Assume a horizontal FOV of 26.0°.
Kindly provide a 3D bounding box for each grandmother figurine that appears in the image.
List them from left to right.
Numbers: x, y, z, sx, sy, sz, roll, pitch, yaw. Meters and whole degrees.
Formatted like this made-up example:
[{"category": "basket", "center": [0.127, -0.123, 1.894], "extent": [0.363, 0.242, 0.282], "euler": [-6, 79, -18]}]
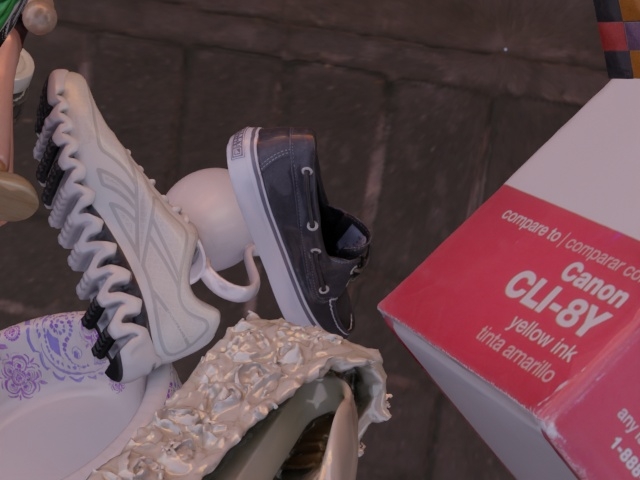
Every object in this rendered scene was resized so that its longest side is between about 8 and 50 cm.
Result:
[{"category": "grandmother figurine", "center": [-0.292, -0.159, 1.180], "extent": [0.207, 0.104, 0.342], "euler": [-17, 54, 23]}]

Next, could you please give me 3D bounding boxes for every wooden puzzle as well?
[{"category": "wooden puzzle", "center": [0.107, -0.075, 0.431], "extent": [0.049, 0.006, 0.083], "euler": [7, 120, 45]}]

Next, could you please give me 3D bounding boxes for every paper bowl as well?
[{"category": "paper bowl", "center": [-0.254, 0.208, 1.301], "extent": [0.284, 0.284, 0.148], "euler": [-11, 123, 9]}]

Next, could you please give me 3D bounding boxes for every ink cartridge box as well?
[{"category": "ink cartridge box", "center": [0.268, 0.013, 0.686], "extent": [0.384, 0.160, 0.279], "euler": [-44, 117, -8]}]

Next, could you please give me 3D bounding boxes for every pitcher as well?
[{"category": "pitcher", "center": [-0.127, -0.001, 1.687], "extent": [0.177, 0.207, 0.125], "euler": [35, 115, 8]}]

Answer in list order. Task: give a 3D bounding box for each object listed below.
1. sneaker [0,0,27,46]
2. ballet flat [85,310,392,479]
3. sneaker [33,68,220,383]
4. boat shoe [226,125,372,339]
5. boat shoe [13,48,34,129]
[{"category": "sneaker", "center": [-0.194, -0.274, 0.973], "extent": [0.134, 0.146, 0.344], "euler": [23, 89, 23]}, {"category": "ballet flat", "center": [-0.066, 0.172, 0.803], "extent": [0.147, 0.409, 0.147], "euler": [13, 127, 18]}, {"category": "sneaker", "center": [-0.182, -0.020, 1.267], "extent": [0.118, 0.110, 0.292], "euler": [-16, 83, -22]}, {"category": "boat shoe", "center": [0.000, 0.000, 1.034], "extent": [0.076, 0.080, 0.228], "euler": [-10, 132, 13]}, {"category": "boat shoe", "center": [-0.442, -0.156, 1.371], "extent": [0.305, 0.109, 0.091], "euler": [3, 131, -22]}]
